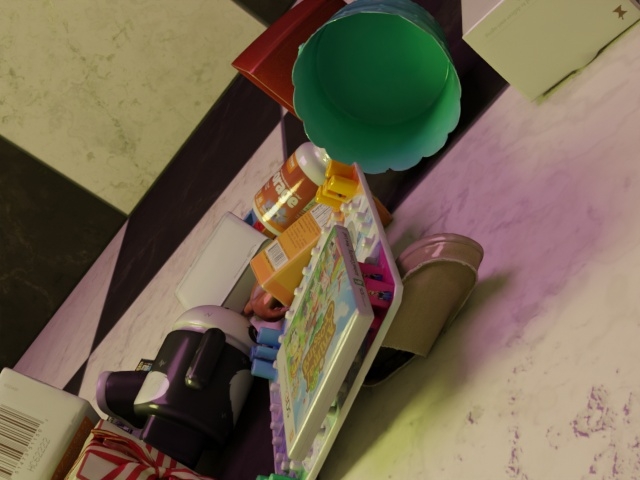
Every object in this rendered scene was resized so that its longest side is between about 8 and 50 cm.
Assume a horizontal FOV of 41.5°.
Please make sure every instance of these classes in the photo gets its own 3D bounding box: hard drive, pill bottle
[{"bbox_3d":[-0.208,0.067,1.797,0.233,0.047,0.353,-57,22,-1],"label":"hard drive"},{"bbox_3d":[-0.025,-0.112,1.637,0.216,0.121,0.121,-45,22,27],"label":"pill bottle"}]

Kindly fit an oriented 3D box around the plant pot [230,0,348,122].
[{"bbox_3d":[0.004,-0.371,1.775,0.235,0.267,0.267,-52,20,4],"label":"plant pot"}]

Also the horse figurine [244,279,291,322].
[{"bbox_3d":[-0.073,0.088,1.522,0.174,0.066,0.263,-48,17,-1],"label":"horse figurine"}]

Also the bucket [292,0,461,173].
[{"bbox_3d":[0.096,-0.266,1.402,0.281,0.281,0.183,-45,14,27],"label":"bucket"}]

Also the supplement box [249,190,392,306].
[{"bbox_3d":[0.000,0.000,1.386,0.233,0.078,0.080,-39,42,9],"label":"supplement box"}]

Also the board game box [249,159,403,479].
[{"bbox_3d":[-0.014,0.126,1.178,0.390,0.050,0.389,-101,31,-62],"label":"board game box"}]

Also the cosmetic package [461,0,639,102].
[{"bbox_3d":[0.323,-0.394,1.241,0.197,0.155,0.365,-39,24,32],"label":"cosmetic package"}]

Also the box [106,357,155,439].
[{"bbox_3d":[-0.389,0.349,1.852,0.220,0.051,0.175,-12,48,63],"label":"box"}]

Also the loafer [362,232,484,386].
[{"bbox_3d":[0.115,0.095,1.047,0.092,0.102,0.268,-92,27,-42],"label":"loafer"}]

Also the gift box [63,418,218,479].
[{"bbox_3d":[-0.272,0.428,1.188,0.258,0.255,0.276,-57,14,2],"label":"gift box"}]

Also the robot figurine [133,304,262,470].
[{"bbox_3d":[-0.203,0.244,1.427,0.209,0.173,0.278,-11,47,44],"label":"robot figurine"}]

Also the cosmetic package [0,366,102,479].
[{"bbox_3d":[-0.490,0.421,1.516,0.453,0.162,0.230,94,-162,-64],"label":"cosmetic package"}]

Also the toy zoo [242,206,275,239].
[{"bbox_3d":[-0.139,-0.030,1.901,0.293,0.030,0.192,-51,21,13],"label":"toy zoo"}]

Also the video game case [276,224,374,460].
[{"bbox_3d":[-0.002,0.115,0.993,0.193,0.023,0.212,-103,33,-60],"label":"video game case"}]

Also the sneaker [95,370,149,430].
[{"bbox_3d":[-0.301,0.307,1.609,0.295,0.147,0.104,61,-149,-70],"label":"sneaker"}]
